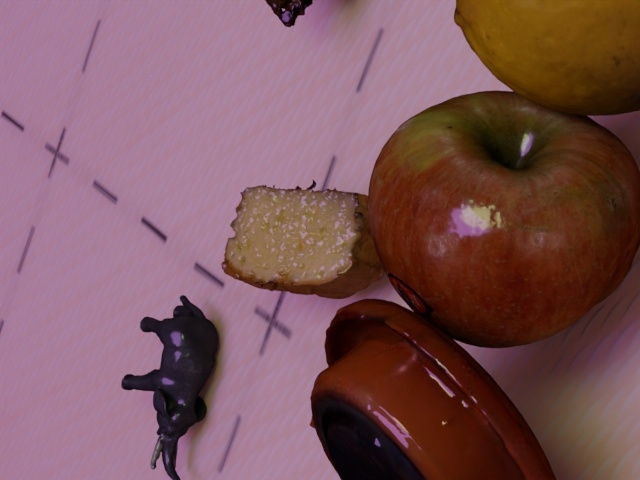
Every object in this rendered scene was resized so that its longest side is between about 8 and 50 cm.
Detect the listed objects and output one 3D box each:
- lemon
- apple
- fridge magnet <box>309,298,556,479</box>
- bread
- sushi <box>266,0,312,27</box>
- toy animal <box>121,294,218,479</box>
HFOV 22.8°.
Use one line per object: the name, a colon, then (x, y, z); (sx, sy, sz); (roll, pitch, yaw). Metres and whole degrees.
lemon: (0.286, -0.266, 1.587); (0.297, 0.297, 0.297); (-15, 71, 48)
apple: (0.192, -0.011, 1.673); (0.309, 0.277, 0.250); (-108, 14, -56)
fridge magnet: (0.121, 0.224, 1.683); (0.363, 0.155, 0.363); (45, 157, 24)
bread: (0.000, 0.000, 1.996); (0.229, 0.139, 0.143); (6, 88, 44)
sushi: (0.004, -0.409, 2.093); (0.140, 0.149, 0.287); (28, 77, 33)
toy animal: (-0.214, 0.211, 2.255); (0.137, 0.082, 0.269); (8, 88, 52)
